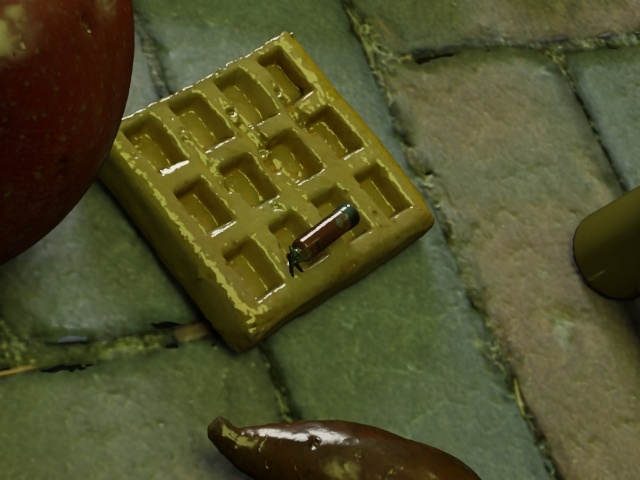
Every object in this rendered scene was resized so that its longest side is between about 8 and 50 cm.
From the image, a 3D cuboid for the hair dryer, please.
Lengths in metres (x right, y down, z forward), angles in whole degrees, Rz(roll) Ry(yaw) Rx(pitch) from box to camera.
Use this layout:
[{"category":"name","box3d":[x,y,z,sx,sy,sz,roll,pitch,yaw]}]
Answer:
[{"category":"hair dryer","box3d":[0.333,0.082,1.571,0.090,0.135,0.279,-12,77,-30]}]

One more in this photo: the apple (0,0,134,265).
[{"category":"apple","box3d":[-0.308,-0.141,1.294,0.348,0.277,0.349,12,57,-20]}]

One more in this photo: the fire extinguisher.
[{"category":"fire extinguisher","box3d":[0.000,0.000,1.450,0.083,0.022,0.028,-38,114,-36]}]

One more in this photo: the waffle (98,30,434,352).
[{"category":"waffle","box3d":[-0.046,-0.047,1.502,0.248,0.055,0.221,-32,79,-36]}]

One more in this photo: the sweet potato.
[{"category":"sweet potato","box3d":[0.075,0.218,1.373,0.359,0.112,0.112,26,54,-6]}]
